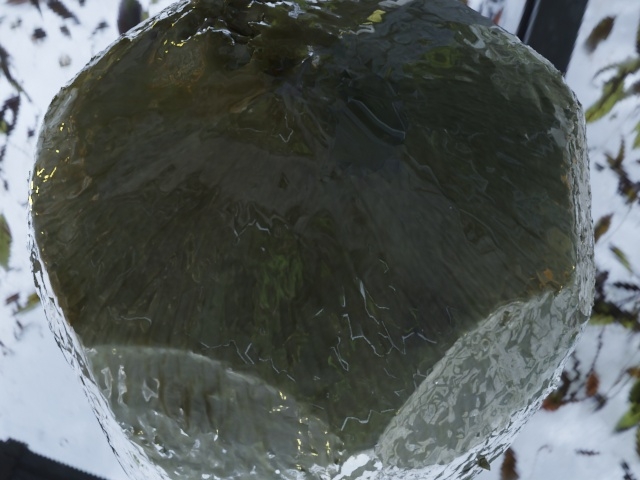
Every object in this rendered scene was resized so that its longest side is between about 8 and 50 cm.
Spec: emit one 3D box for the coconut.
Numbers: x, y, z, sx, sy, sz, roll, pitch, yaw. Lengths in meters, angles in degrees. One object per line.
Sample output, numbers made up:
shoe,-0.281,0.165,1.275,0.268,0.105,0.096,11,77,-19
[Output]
coconut,0.000,0.000,0.784,0.346,0.360,0.346,2,-118,-4
